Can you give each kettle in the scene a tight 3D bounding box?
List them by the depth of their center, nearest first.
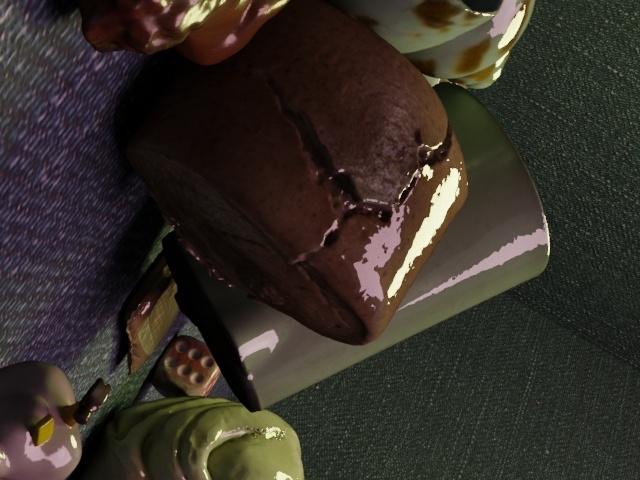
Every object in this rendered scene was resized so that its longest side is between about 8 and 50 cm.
[{"bbox_3d":[0.017,0.005,1.193,0.376,0.250,0.361,-27,-165,-11],"label":"kettle"}]

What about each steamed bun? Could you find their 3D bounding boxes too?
[{"bbox_3d":[0.001,-0.063,0.883,0.251,0.301,0.199,-52,-151,-12],"label":"steamed bun"},{"bbox_3d":[-0.188,0.369,1.589,0.352,0.339,0.247,-57,-169,34],"label":"steamed bun"}]

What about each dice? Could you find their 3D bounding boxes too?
[{"bbox_3d":[-0.222,0.221,1.697,0.094,0.093,0.091,-58,176,-30],"label":"dice"}]

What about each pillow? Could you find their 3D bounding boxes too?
[{"bbox_3d":[-0.215,0.091,1.313,0.135,0.034,0.211,-56,173,-27],"label":"pillow"}]

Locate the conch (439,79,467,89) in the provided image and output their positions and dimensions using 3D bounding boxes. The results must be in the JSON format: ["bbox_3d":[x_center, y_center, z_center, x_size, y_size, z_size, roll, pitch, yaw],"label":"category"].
[{"bbox_3d":[0.188,-0.312,1.928,0.263,0.186,0.324,-36,132,-6],"label":"conch"}]

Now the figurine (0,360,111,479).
[{"bbox_3d":[-0.265,0.174,0.813,0.229,0.112,0.137,-47,168,3],"label":"figurine"}]

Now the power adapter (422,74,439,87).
[{"bbox_3d":[0.111,-0.260,1.695,0.255,0.124,0.187,-92,-153,-64],"label":"power adapter"}]

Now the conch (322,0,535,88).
[{"bbox_3d":[0.098,-0.262,0.977,0.197,0.368,0.249,-36,-139,38],"label":"conch"}]

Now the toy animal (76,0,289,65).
[{"bbox_3d":[-0.084,-0.180,0.703,0.157,0.097,0.312,-48,179,3],"label":"toy animal"}]
